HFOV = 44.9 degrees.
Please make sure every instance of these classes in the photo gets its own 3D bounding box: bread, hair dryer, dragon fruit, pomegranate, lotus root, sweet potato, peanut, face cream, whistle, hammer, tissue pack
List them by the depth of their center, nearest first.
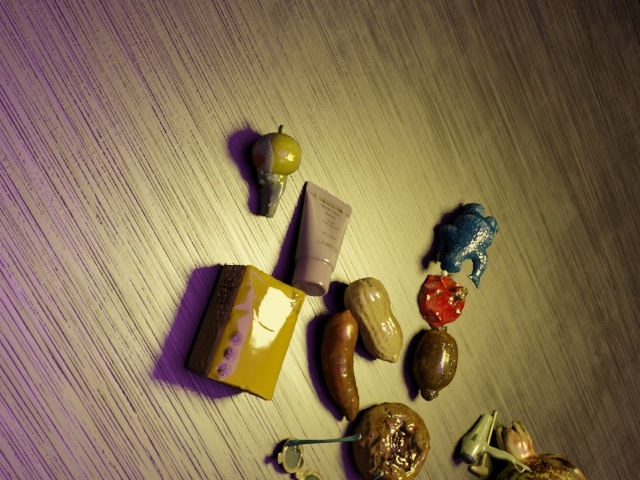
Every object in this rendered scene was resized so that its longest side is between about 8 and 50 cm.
[{"bbox_3d":[-0.162,0.205,1.753,0.192,0.134,0.271,28,72,-32],"label":"tissue pack"},{"bbox_3d":[-0.117,-0.164,1.829,0.123,0.123,0.223,7,99,-35],"label":"whistle"},{"bbox_3d":[0.000,0.000,1.920,0.154,0.096,0.274,28,59,-28],"label":"face cream"},{"bbox_3d":[0.048,0.315,1.932,0.097,0.097,0.292,-8,101,-36],"label":"sweet potato"},{"bbox_3d":[0.139,0.201,1.985,0.123,0.123,0.257,-41,121,-30],"label":"peanut"},{"bbox_3d":[0.191,0.531,2.000,0.230,0.123,0.230,0,89,-38],"label":"bread"},{"bbox_3d":[0.311,0.332,2.103,0.120,0.120,0.209,20,75,-33],"label":"lotus root"},{"bbox_3d":[0.358,0.171,2.147,0.153,0.111,0.153,2,86,-32],"label":"dragon fruit"},{"bbox_3d":[0.505,0.571,2.201,0.167,0.199,0.067,-67,156,-43],"label":"hair dryer"},{"bbox_3d":[0.612,0.684,2.226,0.285,0.285,0.341,-7,69,-36],"label":"pomegranate"},{"bbox_3d":[0.481,0.586,2.269,0.060,0.028,0.195,29,68,-24],"label":"hammer"}]

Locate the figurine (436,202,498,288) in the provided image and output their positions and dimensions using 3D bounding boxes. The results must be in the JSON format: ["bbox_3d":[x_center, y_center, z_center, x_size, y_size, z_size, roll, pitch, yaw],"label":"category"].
[{"bbox_3d":[0.410,0.001,2.167,0.164,0.121,0.262,24,55,1],"label":"figurine"}]

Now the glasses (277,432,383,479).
[{"bbox_3d":[0.032,0.528,1.853,0.190,0.220,0.088,60,19,-16],"label":"glasses"}]
